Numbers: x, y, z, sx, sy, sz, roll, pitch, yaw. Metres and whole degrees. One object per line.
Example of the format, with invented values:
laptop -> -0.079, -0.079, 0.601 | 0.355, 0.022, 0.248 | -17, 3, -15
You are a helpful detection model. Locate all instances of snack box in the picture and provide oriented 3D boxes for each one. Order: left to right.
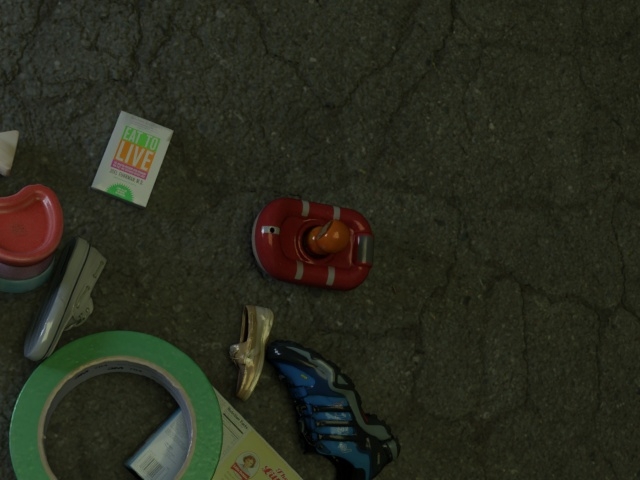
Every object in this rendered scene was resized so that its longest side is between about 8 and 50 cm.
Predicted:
snack box -> -0.145, 0.411, 1.765 | 0.322, 0.060, 0.187 | 48, 67, -9

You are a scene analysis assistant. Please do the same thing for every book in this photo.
book -> -0.319, -0.136, 1.813 | 0.096, 0.035, 0.144 | 21, 73, -15

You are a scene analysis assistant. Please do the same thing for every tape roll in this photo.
tape roll -> -0.313, 0.302, 1.657 | 0.321, 0.077, 0.321 | 3, 69, -9

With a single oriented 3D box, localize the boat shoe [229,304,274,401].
boat shoe -> -0.127, 0.189, 1.819 | 0.059, 0.063, 0.170 | 20, 63, -16

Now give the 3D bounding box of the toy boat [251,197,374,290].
toy boat -> 0.000, 0.000, 1.858 | 0.231, 0.151, 0.151 | 9, 76, -22

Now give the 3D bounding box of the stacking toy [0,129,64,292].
stacking toy -> -0.572, -0.028, 1.665 | 0.309, 0.130, 0.279 | -5, 56, -27

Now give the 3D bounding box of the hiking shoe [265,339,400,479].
hiking shoe -> 0.006, 0.300, 1.823 | 0.304, 0.113, 0.132 | 47, 65, -9

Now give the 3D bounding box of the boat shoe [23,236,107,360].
boat shoe -> -0.391, 0.098, 1.687 | 0.076, 0.083, 0.226 | 33, 54, -25
